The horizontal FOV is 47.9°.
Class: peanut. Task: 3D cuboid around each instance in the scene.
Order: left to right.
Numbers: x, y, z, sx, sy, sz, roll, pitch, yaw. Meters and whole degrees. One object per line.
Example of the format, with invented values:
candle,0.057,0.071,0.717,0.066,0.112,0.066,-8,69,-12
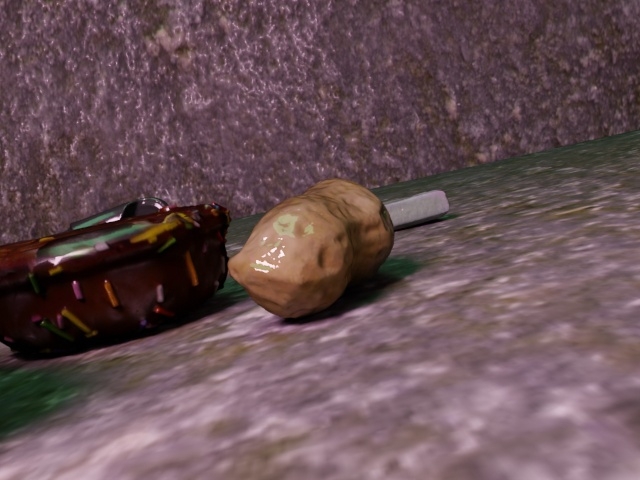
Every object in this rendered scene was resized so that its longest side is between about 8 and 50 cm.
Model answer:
peanut,0.000,0.000,0.551,0.099,0.099,0.214,-10,4,23

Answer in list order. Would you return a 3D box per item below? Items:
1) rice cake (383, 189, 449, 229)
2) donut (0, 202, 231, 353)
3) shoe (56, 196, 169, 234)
rice cake,0.054,-0.025,0.944,0.222,0.042,0.080,-14,1,-2
donut,-0.181,0.030,0.627,0.230,0.096,0.216,-16,9,-32
shoe,-0.304,0.023,0.957,0.241,0.108,0.093,-18,5,14
